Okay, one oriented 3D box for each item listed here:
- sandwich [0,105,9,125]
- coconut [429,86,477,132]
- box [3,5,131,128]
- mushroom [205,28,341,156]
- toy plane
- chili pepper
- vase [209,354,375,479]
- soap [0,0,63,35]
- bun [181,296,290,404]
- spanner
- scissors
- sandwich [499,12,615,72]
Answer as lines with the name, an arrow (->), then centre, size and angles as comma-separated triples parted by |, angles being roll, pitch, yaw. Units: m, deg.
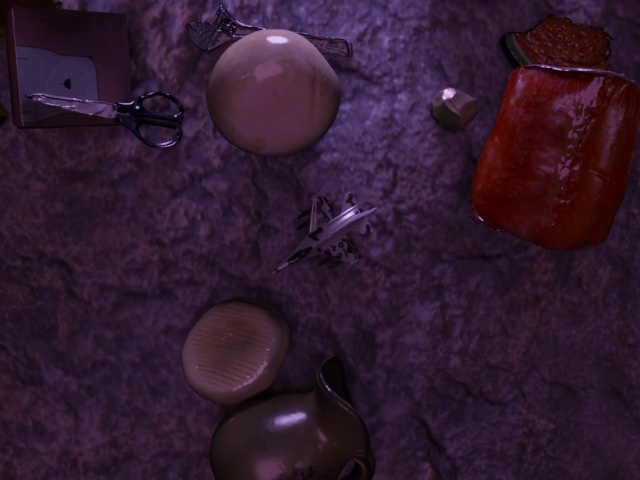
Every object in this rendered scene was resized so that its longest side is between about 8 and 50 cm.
sandwich -> -0.742, -0.218, 1.602 | 0.186, 0.065, 0.215 | 39, 97, 0
coconut -> 0.243, -0.244, 1.514 | 0.081, 0.082, 0.083 | -36, 136, -17
box -> -0.467, -0.317, 1.506 | 0.215, 0.086, 0.215 | -8, 99, -35
mushroom -> -0.085, -0.278, 1.485 | 0.246, 0.202, 0.246 | 0, 140, 0
toy plane -> 0.001, -0.005, 1.557 | 0.234, 0.082, 0.160 | -32, 102, -5
chili pepper -> 0.409, -0.159, 1.412 | 0.251, 0.229, 0.305 | 31, 116, 43
vase -> -0.019, 0.406, 1.547 | 0.302, 0.241, 0.329 | -34, 126, 8
soap -> -0.670, -0.440, 1.444 | 0.293, 0.335, 0.156 | -20, 94, 10
bun -> -0.155, 0.216, 1.566 | 0.222, 0.127, 0.222 | -6, 64, 13
spanner -> -0.098, -0.386, 1.551 | 0.325, 0.026, 0.093 | 10, 98, 3
scissors -> -0.391, -0.240, 1.502 | 0.300, 0.022, 0.109 | 7, 88, -35
sandwich -> 0.437, -0.323, 1.494 | 0.235, 0.079, 0.159 | 16, 87, -1
